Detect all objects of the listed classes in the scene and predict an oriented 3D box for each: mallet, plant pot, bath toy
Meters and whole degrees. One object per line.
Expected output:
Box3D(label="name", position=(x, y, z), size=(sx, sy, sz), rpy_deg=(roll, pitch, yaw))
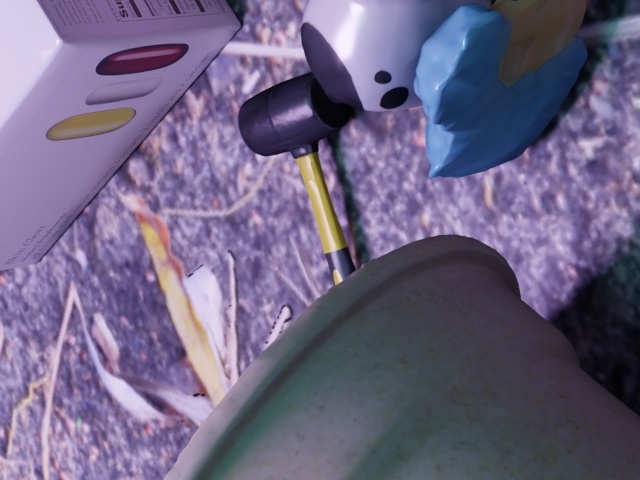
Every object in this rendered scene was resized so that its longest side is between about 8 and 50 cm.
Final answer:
Box3D(label="mallet", position=(0.000, 0.000, 1.065), size=(0.062, 0.039, 0.189), rpy_deg=(-8, 97, 41))
Box3D(label="plant pot", position=(0.109, 0.214, 0.830), size=(0.305, 0.334, 0.333), rpy_deg=(31, 118, 25))
Box3D(label="bath toy", position=(-0.019, -0.175, 0.983), size=(0.348, 0.129, 0.151), rpy_deg=(41, 120, 30))

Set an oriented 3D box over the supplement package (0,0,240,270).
Box3D(label="supplement package", position=(-0.213, -0.125, 1.156), size=(0.262, 0.145, 0.204), rpy_deg=(-45, 68, 38))
